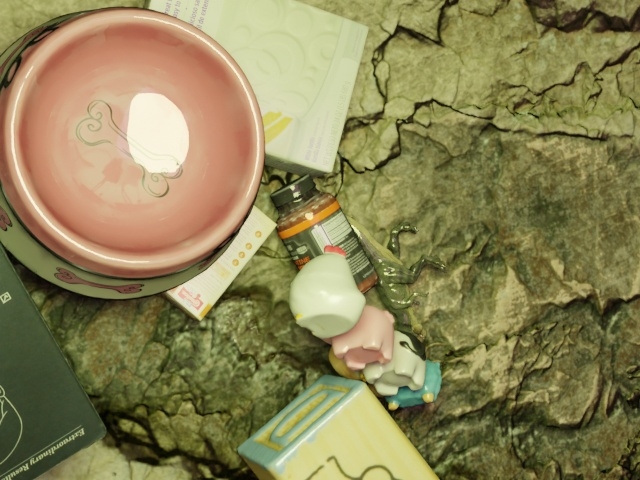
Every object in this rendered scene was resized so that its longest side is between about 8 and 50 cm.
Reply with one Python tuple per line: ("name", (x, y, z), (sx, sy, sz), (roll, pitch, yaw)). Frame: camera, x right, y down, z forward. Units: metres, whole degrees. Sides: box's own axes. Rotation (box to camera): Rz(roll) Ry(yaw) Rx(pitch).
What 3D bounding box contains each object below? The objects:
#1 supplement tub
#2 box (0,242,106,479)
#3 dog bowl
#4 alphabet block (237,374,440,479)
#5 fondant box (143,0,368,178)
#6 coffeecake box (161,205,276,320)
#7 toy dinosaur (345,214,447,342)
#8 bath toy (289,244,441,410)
("supplement tub", (0.000, 0.000, 1.710), (0.106, 0.106, 0.197), (-31, 96, -17))
("box", (-0.498, 0.142, 1.400), (0.294, 0.212, 0.395), (-32, 128, -17))
("dog bowl", (-0.255, -0.125, 1.497), (0.408, 0.150, 0.407), (2, 85, -22))
("alphabet block", (0.025, 0.334, 1.657), (0.192, 0.193, 0.197), (-38, 99, -14))
("fondant box", (-0.117, -0.254, 1.688), (0.330, 0.096, 0.238), (16, 83, -16))
("coffeecake box", (-0.181, 0.003, 1.668), (0.142, 0.068, 0.185), (41, 76, -12))
("toy dinosaur", (0.121, 0.036, 1.773), (0.118, 0.064, 0.268), (-33, 94, -10))
("bath toy", (0.055, 0.126, 1.621), (0.348, 0.151, 0.129), (50, 36, -49))
